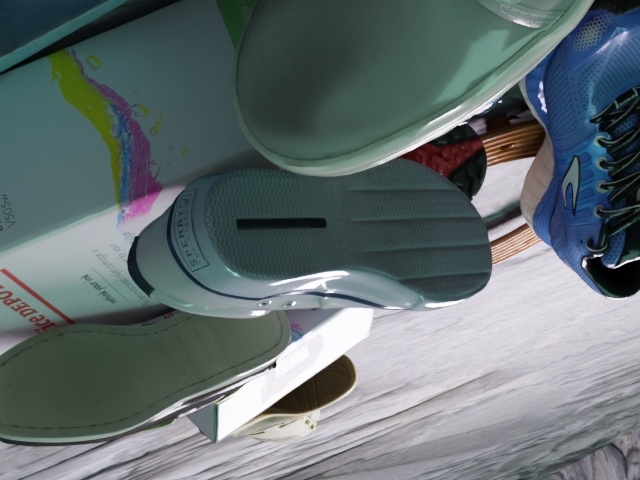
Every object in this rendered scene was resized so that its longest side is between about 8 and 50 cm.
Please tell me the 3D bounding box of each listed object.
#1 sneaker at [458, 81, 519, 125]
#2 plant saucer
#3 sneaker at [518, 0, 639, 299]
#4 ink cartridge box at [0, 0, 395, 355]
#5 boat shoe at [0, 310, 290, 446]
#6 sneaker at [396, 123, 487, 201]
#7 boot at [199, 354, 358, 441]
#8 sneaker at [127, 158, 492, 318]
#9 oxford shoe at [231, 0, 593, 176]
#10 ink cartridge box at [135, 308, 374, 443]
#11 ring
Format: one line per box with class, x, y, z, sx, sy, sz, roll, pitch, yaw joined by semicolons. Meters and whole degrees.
sneaker;0.097;-0.164;0.696;0.087;0.083;0.221;18;113;-37
plant saucer;-0.176;-0.100;0.598;0.195;0.037;0.195;-28;-168;6
sneaker;0.243;-0.069;0.939;0.129;0.147;0.330;-25;144;-7
ink cartridge box;-0.132;-0.031;0.770;0.353;0.119;0.207;-22;160;0
boat shoe;-0.128;0.096;0.804;0.227;0.081;0.069;-13;157;-32
sneaker;0.004;-0.019;0.935;0.261;0.104;0.125;-16;180;3
boot;-0.030;0.200;1.482;0.213;0.077;0.165;-22;159;17
sneaker;0.000;0.000;0.710;0.258;0.094;0.091;7;163;-44
oxford shoe;0.095;-0.200;0.519;0.449;0.169;0.130;-42;154;28
ink cartridge box;-0.061;0.063;0.966;0.175;0.127;0.072;-32;146;-31
ring;0.144;-0.034;1.144;0.336;0.032;0.337;-18;158;-8
